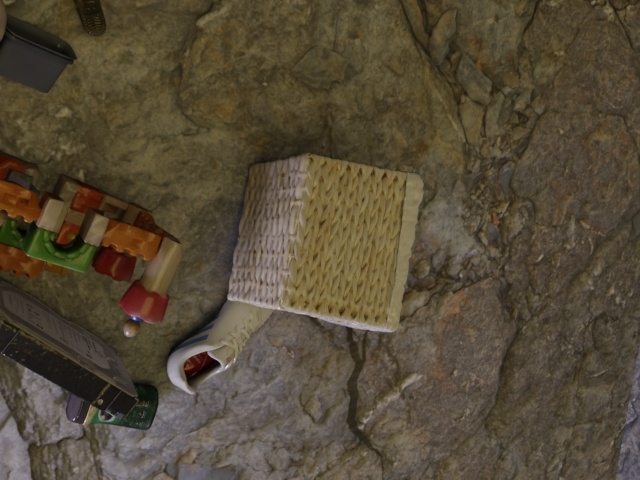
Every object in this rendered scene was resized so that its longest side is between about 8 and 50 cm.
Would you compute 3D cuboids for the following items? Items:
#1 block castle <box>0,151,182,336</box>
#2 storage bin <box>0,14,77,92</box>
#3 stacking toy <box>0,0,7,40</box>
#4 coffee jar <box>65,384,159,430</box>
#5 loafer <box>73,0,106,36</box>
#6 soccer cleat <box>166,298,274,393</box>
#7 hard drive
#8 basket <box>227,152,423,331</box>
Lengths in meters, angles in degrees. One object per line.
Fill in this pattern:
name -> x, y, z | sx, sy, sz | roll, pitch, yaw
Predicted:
block castle -> -0.504, 0.000, 1.365 | 0.453, 0.303, 0.212 | 22, 96, -34
storage bin -> -0.532, -0.336, 1.375 | 0.135, 0.098, 0.091 | 20, 115, -44
stacking toy -> -0.765, -0.435, 1.157 | 0.351, 0.350, 0.480 | -39, 101, -10
coffee jar -> -0.451, 0.354, 1.641 | 0.184, 0.079, 0.096 | 15, 103, -29
loafer -> -0.436, -0.450, 1.409 | 0.056, 0.050, 0.148 | -8, 94, -27
soccer cleat -> -0.195, 0.211, 1.680 | 0.331, 0.143, 0.116 | -44, 119, -7
hard drive -> -0.519, 0.200, 1.469 | 0.339, 0.237, 0.064 | 42, 86, -29
basket -> 0.000, 0.000, 1.569 | 0.267, 0.328, 0.331 | 13, 84, -26
